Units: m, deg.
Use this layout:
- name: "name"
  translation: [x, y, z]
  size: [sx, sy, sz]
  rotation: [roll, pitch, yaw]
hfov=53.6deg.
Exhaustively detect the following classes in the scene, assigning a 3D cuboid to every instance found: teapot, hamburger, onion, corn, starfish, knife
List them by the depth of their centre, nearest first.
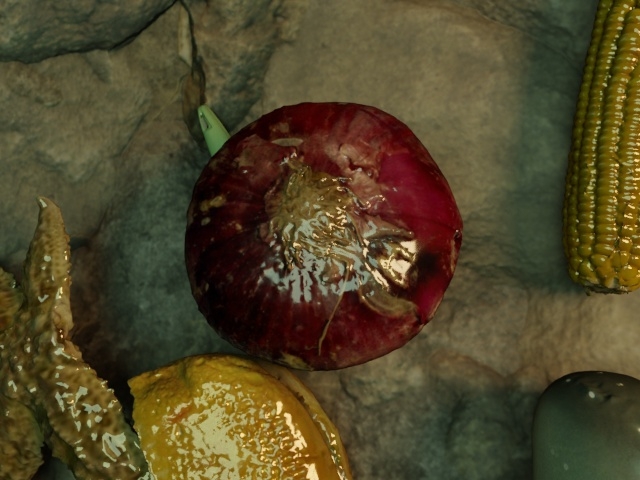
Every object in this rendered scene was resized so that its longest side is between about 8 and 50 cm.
- name: "teapot"
  translation: [0.203, 0.235, 0.495]
  size: [0.183, 0.183, 0.251]
  rotation: [40, 89, 13]
- name: "corn"
  translation: [0.271, -0.103, 0.555]
  size: [0.101, 0.102, 0.313]
  rotation: [13, 90, 14]
- name: "onion"
  translation: [0.000, 0.000, 0.570]
  size: [0.246, 0.190, 0.246]
  rotation: [-4, 68, 10]
- name: "hamburger"
  translation: [-0.049, 0.220, 0.593]
  size: [0.156, 0.144, 0.283]
  rotation: [-28, 80, -1]
- name: "starfish"
  translation: [-0.302, 0.180, 0.647]
  size: [0.324, 0.082, 0.432]
  rotation: [-31, 76, 28]
- name: "knife"
  translation: [-0.070, -0.017, 0.674]
  size: [0.043, 0.020, 0.293]
  rotation: [-29, 81, 8]
